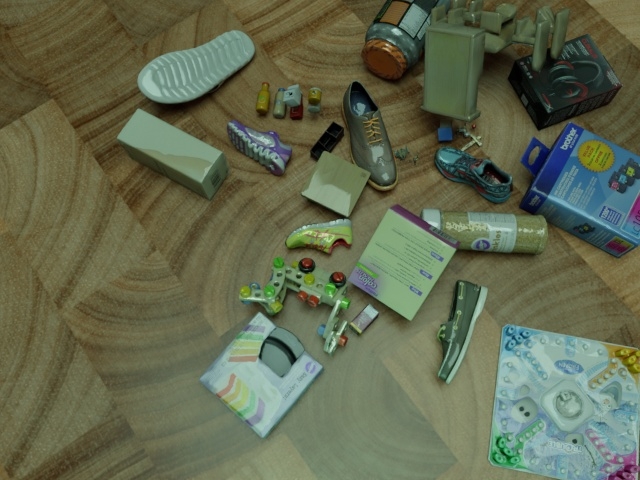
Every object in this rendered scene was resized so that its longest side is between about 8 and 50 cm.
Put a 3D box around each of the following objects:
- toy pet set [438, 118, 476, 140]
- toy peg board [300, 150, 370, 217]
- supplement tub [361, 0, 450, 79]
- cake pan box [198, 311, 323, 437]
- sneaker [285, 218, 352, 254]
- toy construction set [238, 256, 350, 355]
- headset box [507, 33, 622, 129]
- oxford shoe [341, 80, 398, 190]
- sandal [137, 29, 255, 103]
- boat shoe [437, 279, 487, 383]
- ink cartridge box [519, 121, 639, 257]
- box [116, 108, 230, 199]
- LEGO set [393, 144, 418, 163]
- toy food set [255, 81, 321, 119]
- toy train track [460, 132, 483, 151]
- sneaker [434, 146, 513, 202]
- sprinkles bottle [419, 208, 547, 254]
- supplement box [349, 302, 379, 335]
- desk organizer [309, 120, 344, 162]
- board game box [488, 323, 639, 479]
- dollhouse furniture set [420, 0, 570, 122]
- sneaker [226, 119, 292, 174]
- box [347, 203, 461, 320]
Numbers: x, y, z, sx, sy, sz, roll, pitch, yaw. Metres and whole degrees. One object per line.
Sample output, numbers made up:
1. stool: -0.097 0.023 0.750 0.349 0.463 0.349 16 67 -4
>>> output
1. toy pet set: 0.426 -0.348 1.951 0.114 0.122 0.065 0 76 18
2. toy peg board: 0.045 -0.161 1.915 0.161 0.079 0.161 26 74 4
3. supplement tub: 0.272 -0.691 2.029 0.194 0.193 0.315 29 75 11
4. cake pan box: -0.159 0.368 1.740 0.246 0.070 0.267 41 76 11
5. sneaker: 0.000 0.000 1.856 0.209 0.081 0.094 -13 73 -4
6. toy construction set: -0.045 0.167 1.759 0.328 0.151 0.215 33 56 7
7. headset box: 0.789 -0.512 1.998 0.294 0.110 0.218 -20 71 -5
8. oxford shoe: 0.147 -0.325 1.936 0.130 0.132 0.363 -19 72 -6
9. sandal: -0.395 -0.549 2.051 0.417 0.102 0.169 -30 87 -22
10. boat shoe: 0.378 0.251 1.749 0.091 0.109 0.304 22 67 9
11. ink cartridge box: 0.784 -0.163 1.862 0.396 0.151 0.269 29 74 12
12. box: -0.449 -0.264 1.924 0.311 0.148 0.121 28 74 12
13. LEGO set: 0.266 -0.268 1.976 0.083 0.023 0.054 40 78 0
14. toy food set: -0.085 -0.460 1.992 0.233 0.111 0.104 -6 67 32
15. toy train track: 0.480 -0.308 1.988 0.083 0.014 0.048 -36 81 -5
16. sneaker: 0.472 -0.224 1.898 0.262 0.125 0.104 30 74 11
17. sprinkles bottle: 0.470 -0.026 1.832 0.356 0.121 0.121 3 71 2
18. supplement box: 0.125 0.227 1.787 0.043 0.055 0.083 42 76 14
19. desk organizer: 0.021 -0.310 1.977 0.047 0.050 0.130 34 75 12
20. board game box: 0.676 0.447 1.702 0.391 0.050 0.389 10 71 4
21. dollhouse furniture set: 0.491 -0.560 1.913 0.362 0.256 0.394 24 42 34
22. sneaker: -0.185 -0.309 1.967 0.236 0.095 0.104 36 69 7
23. box: 0.235 0.058 1.754 0.214 0.117 0.242 32 107 12
